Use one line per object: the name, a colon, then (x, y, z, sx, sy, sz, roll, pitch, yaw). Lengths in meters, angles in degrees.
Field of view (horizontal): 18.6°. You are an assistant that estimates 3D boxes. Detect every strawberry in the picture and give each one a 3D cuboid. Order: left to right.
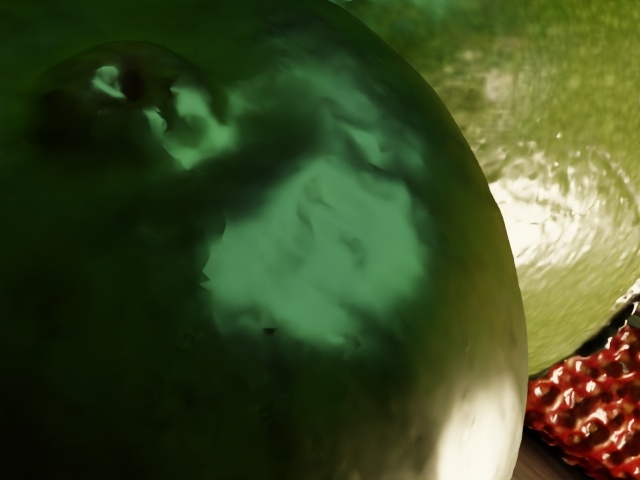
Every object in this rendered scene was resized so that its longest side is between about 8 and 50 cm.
strawberry: (0.176, 0.098, 1.175, 0.286, 0.106, 0.188, 22, -3, -29)

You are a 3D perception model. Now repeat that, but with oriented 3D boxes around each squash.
squash: (-0.030, -0.072, 0.808, 0.310, 0.310, 0.309, 43, 24, 26)

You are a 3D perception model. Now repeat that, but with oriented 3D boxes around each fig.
fig: (-0.042, 0.042, 0.542, 0.203, 0.203, 0.225, 45, -26, 32)

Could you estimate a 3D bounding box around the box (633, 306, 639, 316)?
box: (0.119, -0.028, 1.111, 0.193, 0.084, 0.301, 24, 0, 25)
